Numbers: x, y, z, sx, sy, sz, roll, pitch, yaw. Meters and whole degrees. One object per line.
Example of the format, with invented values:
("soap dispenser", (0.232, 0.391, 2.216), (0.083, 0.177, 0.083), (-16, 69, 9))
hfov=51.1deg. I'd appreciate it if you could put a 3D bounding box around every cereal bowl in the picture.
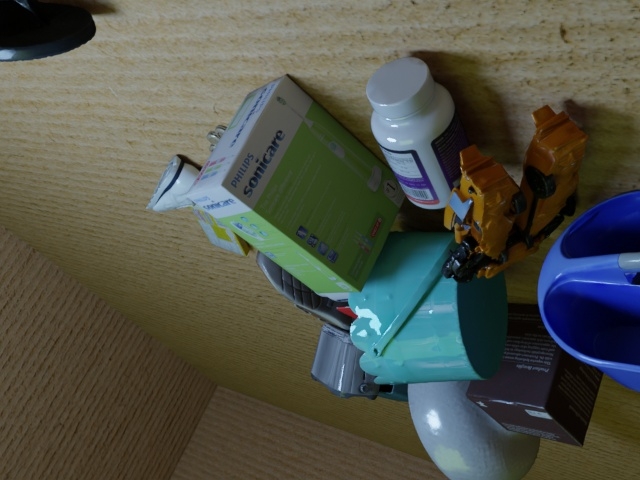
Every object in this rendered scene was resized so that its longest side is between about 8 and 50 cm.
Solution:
("cereal bowl", (0.356, 0.357, 1.439), (0.339, 0.339, 0.141), (35, 133, -19))

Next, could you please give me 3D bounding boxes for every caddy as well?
("caddy", (0.432, 0.059, 0.793), (0.179, 0.241, 0.341), (35, 159, -36))

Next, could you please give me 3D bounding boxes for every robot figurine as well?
("robot figurine", (0.247, -0.043, 0.880), (0.085, 0.211, 0.291), (60, 174, 25))

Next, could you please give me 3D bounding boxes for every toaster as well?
("toaster", (0.063, 0.287, 1.627), (0.129, 0.147, 0.227), (11, -179, -24))

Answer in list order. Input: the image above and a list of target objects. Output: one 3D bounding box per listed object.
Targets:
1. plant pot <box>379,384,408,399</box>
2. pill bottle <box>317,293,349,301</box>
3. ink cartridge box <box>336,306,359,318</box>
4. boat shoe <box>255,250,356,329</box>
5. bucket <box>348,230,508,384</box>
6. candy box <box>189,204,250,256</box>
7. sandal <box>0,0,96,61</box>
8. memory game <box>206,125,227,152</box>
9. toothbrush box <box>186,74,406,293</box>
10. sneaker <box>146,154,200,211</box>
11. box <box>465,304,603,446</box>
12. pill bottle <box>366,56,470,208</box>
("plant pot", (0.235, 0.335, 1.707), (0.234, 0.166, 0.165), (25, 160, -28))
("pill bottle", (0.059, 0.070, 1.378), (0.112, 0.112, 0.186), (37, 155, -23))
("ink cartridge box", (0.165, 0.151, 1.437), (0.231, 0.078, 0.134), (27, 159, -27))
("boat shoe", (-0.032, 0.114, 1.564), (0.324, 0.123, 0.116), (40, 156, -25))
("bucket", (0.189, 0.108, 1.121), (0.183, 0.281, 0.281), (-6, 143, 32))
("candy box", (-0.239, -0.033, 1.584), (0.105, 0.027, 0.206), (21, 157, 19))
("sandal", (-0.552, -0.374, 1.029), (0.445, 0.168, 0.107), (18, 139, 18))
("memory game", (-0.128, -0.148, 1.237), (0.186, 0.012, 0.186), (22, 157, 10))
("toothbrush box", (-0.026, -0.076, 1.035), (0.283, 0.206, 0.122), (38, 155, -28))
("sneaker", (-0.309, -0.101, 1.447), (0.094, 0.090, 0.235), (24, 161, -19))
("box", (0.413, 0.249, 1.268), (0.168, 0.203, 0.167), (-1, 146, 49))
("pill bottle", (0.129, -0.137, 0.864), (0.108, 0.108, 0.193), (10, 152, 34))
